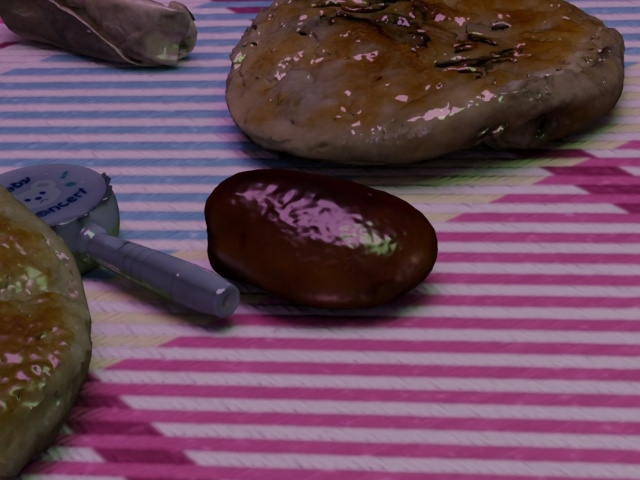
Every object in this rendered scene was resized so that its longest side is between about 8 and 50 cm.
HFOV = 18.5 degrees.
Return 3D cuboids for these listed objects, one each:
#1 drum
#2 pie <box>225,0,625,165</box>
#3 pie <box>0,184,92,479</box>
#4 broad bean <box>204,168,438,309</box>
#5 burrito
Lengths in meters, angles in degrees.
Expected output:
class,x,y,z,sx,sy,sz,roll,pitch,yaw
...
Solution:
class,x,y,z,sx,sy,sz,roll,pitch,yaw
drum,-0.173,0.012,1.414,0.130,0.049,0.253,-21,32,-25
pie,0.086,-0.146,1.616,0.339,0.077,0.339,-5,29,3
pie,-0.293,0.044,1.276,0.296,0.078,0.371,10,36,-10
broad bean,0.000,0.000,1.374,0.165,0.084,0.114,19,54,27
burrito,-0.211,-0.207,1.783,0.226,0.087,0.060,17,45,29
